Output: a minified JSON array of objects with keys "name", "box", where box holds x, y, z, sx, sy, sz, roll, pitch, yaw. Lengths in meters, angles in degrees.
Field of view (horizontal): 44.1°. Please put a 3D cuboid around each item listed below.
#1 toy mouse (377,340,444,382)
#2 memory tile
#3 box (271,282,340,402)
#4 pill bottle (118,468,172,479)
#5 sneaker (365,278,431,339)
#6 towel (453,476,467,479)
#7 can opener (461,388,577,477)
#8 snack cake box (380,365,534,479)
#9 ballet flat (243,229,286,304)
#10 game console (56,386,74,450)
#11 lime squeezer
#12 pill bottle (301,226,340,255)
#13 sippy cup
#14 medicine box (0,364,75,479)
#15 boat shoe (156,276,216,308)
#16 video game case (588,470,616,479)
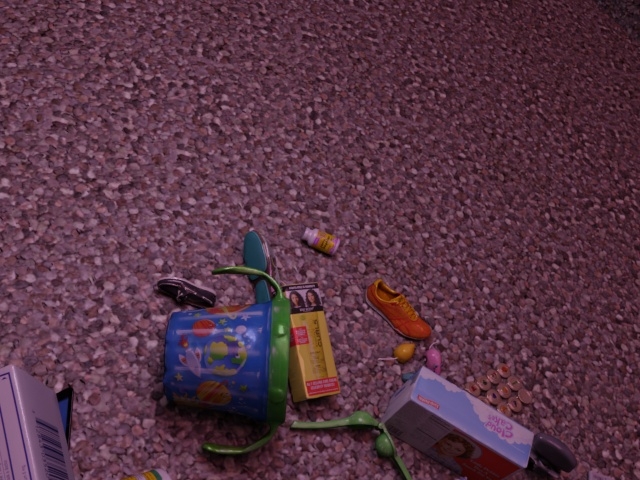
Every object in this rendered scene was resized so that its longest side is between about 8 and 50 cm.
[{"name":"toy mouse","box":[0.228,0.278,1.725,0.161,0.031,0.143,-24,69,-36]},{"name":"memory tile","box":[0.400,0.344,1.770,0.148,0.012,0.113,-21,68,-35]},{"name":"box","box":[-0.030,0.205,1.599,0.087,0.058,0.232,-2,74,-33]},{"name":"pill bottle","box":[-0.341,0.454,1.275,0.209,0.117,0.117,-11,62,-31]},{"name":"sneaker","box":[0.177,0.158,1.766,0.175,0.067,0.064,37,48,2]},{"name":"towel","box":[0.181,0.568,1.479,0.285,0.034,0.209,-1,67,-23]},{"name":"can opener","box":[0.407,0.404,1.674,0.280,0.093,0.074,32,25,0]},{"name":"snack cake box","box":[0.273,0.381,1.591,0.264,0.152,0.089,32,49,-1]},{"name":"ballet flat","box":[-0.110,0.083,1.692,0.079,0.077,0.221,9,56,-43]},{"name":"game console","box":[-0.487,0.321,1.324,0.124,0.085,0.144,8,53,-20]},{"name":"lime squeezer","box":[0.100,0.405,1.557,0.310,0.059,0.110,34,49,0]},{"name":"pill bottle","box":[0.000,0.000,1.813,0.083,0.043,0.043,24,50,-7]},{"name":"sippy cup","box":[-0.172,0.218,1.460,0.224,0.240,0.305,2,48,-4]},{"name":"medicine box","box":[-0.528,0.368,1.158,0.289,0.149,0.263,-22,64,-3]},{"name":"boat shoe","box":[-0.273,0.110,1.607,0.125,0.046,0.038,20,45,-21]},{"name":"video game case","box":[0.620,0.570,1.709,0.087,0.011,0.122,23,50,-9]}]
